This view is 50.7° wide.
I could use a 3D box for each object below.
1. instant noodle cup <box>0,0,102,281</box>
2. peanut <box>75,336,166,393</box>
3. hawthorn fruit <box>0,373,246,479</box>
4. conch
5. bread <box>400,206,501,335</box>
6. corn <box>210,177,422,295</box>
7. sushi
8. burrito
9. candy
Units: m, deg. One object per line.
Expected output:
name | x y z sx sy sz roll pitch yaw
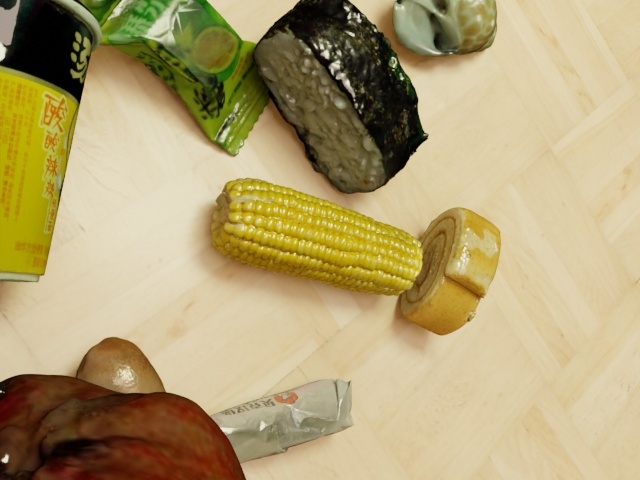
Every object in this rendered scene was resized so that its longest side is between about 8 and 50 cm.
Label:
instant noodle cup | -0.300 -0.086 0.559 0.215 0.215 0.236 6 82 -27
peanut | -0.175 0.163 0.628 0.076 0.076 0.152 -25 94 -30
hawthorn fruit | -0.176 0.256 0.479 0.308 0.308 0.325 -49 144 -28
conch | 0.170 -0.307 0.909 0.173 0.106 0.116 -12 104 -12
bread | 0.153 0.032 0.805 0.073 0.122 0.149 27 66 -16
corn | 0.000 0.000 0.748 0.244 0.093 0.093 15 72 -24
sushi | 0.030 -0.170 0.776 0.127 0.124 0.225 -48 115 -31
burrito | -0.053 0.192 0.696 0.203 0.064 0.064 -11 83 -31
candy | -0.144 -0.208 0.723 0.246 0.069 0.149 40 71 -37
